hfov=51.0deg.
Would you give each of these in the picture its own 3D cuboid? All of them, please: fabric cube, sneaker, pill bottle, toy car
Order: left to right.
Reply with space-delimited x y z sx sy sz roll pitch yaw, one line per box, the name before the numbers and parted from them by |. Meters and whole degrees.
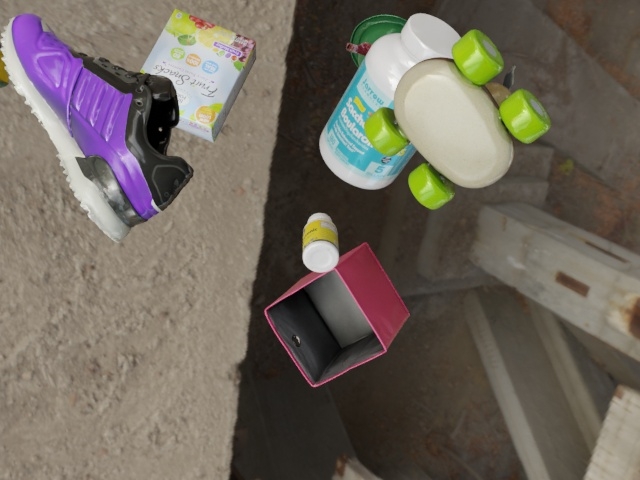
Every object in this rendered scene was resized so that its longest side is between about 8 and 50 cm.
sneaker | -0.234 -0.151 0.748 0.146 0.293 0.102 -32 166 -1
pill bottle | 0.000 0.000 1.212 0.065 0.116 0.065 0 123 0
fabric cube | 0.051 0.197 1.835 0.259 0.258 0.254 -31 93 26
pill bottle | 0.111 -0.211 1.026 0.146 0.146 0.264 -7 148 -32
toy car | 0.166 -0.149 0.756 0.149 0.155 0.188 50 35 -5

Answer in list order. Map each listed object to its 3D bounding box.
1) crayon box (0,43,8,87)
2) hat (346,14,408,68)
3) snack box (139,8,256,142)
crayon box | -0.608 -0.410 0.927 0.106 0.313 0.363 -16 84 11
hat | 0.120 -0.347 1.387 0.208 0.173 0.184 29 52 -15
snack box | -0.242 -0.317 1.289 0.174 0.070 0.207 22 74 2
